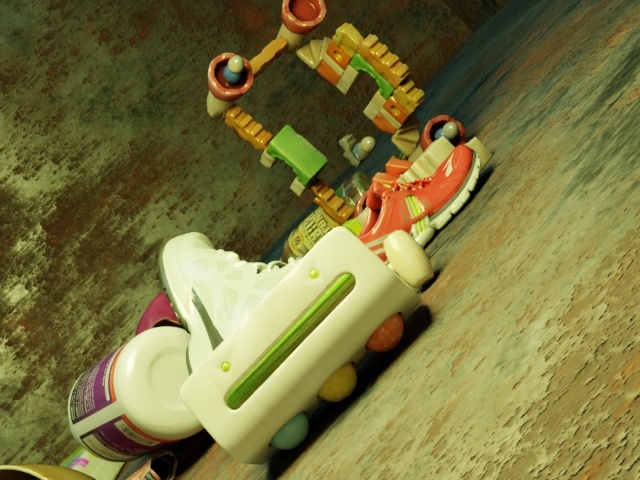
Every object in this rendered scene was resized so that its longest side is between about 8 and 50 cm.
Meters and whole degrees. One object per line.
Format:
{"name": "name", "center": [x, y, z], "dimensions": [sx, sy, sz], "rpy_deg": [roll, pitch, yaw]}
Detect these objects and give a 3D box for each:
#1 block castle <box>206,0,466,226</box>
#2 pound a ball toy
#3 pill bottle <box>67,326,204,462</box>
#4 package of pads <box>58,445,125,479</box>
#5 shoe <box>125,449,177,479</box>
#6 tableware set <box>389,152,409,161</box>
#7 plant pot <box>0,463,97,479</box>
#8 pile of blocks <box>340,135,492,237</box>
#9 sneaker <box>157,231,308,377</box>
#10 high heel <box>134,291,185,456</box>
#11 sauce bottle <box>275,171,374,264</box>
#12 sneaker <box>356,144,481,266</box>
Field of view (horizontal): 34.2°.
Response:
{"name": "block castle", "center": [0.031, -0.241, 1.986], "dimensions": [0.303, 0.453, 0.213], "rpy_deg": [-47, -2, -22]}
{"name": "pound a ball toy", "center": [0.015, 0.122, 1.240], "dimensions": [0.319, 0.136, 0.208], "rpy_deg": [-45, -20, 2]}
{"name": "pill bottle", "center": [-0.307, 0.267, 1.740], "dimensions": [0.323, 0.181, 0.181], "rpy_deg": [-32, 14, 52]}
{"name": "package of pads", "center": [-0.550, 0.550, 2.314], "dimensions": [0.229, 0.101, 0.296], "rpy_deg": [-43, 5, 13]}
{"name": "shoe", "center": [-0.292, 0.400, 1.659], "dimensions": [0.081, 0.063, 0.178], "rpy_deg": [-48, -2, 27]}
{"name": "tableware set", "center": [0.162, -0.146, 2.190], "dimensions": [0.104, 0.024, 0.154], "rpy_deg": [-54, -15, -12]}
{"name": "plant pot", "center": [-0.446, 0.465, 1.695], "dimensions": [0.237, 0.237, 0.254], "rpy_deg": [-45, -10, 7]}
{"name": "pile of blocks", "center": [0.115, -0.059, 1.734], "dimensions": [0.362, 0.112, 0.149], "rpy_deg": [-44, 6, 13]}
{"name": "sneaker", "center": [-0.087, 0.084, 1.600], "dimensions": [0.257, 0.169, 0.447], "rpy_deg": [-34, 36, 4]}
{"name": "high heel", "center": [-0.272, 0.221, 2.008], "dimensions": [0.181, 0.127, 0.377], "rpy_deg": [-50, 36, 40]}
{"name": "sauce bottle", "center": [0.000, 0.000, 2.203], "dimensions": [0.344, 0.111, 0.111], "rpy_deg": [-44, 5, 26]}
{"name": "sneaker", "center": [0.131, -0.055, 1.552], "dimensions": [0.279, 0.118, 0.107], "rpy_deg": [-47, 6, -16]}
